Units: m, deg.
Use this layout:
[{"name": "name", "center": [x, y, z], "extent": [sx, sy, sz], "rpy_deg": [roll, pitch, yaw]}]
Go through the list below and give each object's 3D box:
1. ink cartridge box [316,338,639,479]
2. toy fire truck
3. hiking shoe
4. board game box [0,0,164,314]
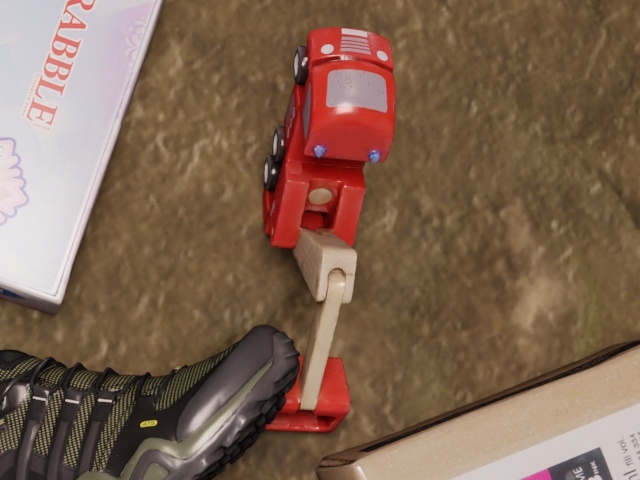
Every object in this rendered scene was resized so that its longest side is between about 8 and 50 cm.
[{"name": "ink cartridge box", "center": [0.133, 0.192, 0.846], "extent": [0.193, 0.088, 0.234], "rpy_deg": [-21, 87, -15]}, {"name": "toy fire truck", "center": [0.000, 0.000, 0.822], "extent": [0.047, 0.192, 0.135], "rpy_deg": [4, 52, -12]}, {"name": "hiking shoe", "center": [-0.120, 0.093, 0.789], "extent": [0.227, 0.086, 0.114], "rpy_deg": [-34, 83, 5]}, {"name": "board game box", "center": [-0.238, -0.160, 0.833], "extent": [0.318, 0.066, 0.318], "rpy_deg": [20, 78, -8]}]
